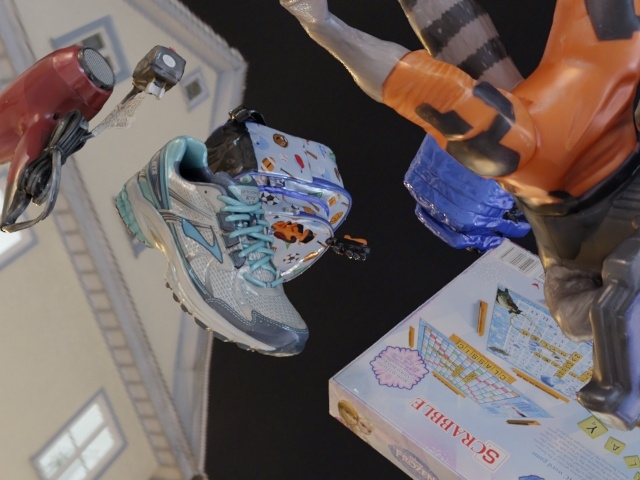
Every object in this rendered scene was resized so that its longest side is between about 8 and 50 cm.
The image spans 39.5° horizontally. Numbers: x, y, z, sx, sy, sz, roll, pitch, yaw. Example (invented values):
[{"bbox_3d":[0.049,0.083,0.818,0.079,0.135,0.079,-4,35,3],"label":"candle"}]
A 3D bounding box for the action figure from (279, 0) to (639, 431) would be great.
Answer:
[{"bbox_3d":[0.179,-0.082,0.521,0.330,0.341,0.178,54,-22,-16],"label":"action figure"}]

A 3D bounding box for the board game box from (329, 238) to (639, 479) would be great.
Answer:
[{"bbox_3d":[0.230,0.165,0.960,0.318,0.318,0.066,33,-38,33],"label":"board game box"}]

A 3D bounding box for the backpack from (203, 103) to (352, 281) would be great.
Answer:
[{"bbox_3d":[-0.084,-0.056,1.397,0.276,0.263,0.213,-38,-115,41],"label":"backpack"}]

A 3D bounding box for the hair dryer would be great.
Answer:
[{"bbox_3d":[-0.278,-0.109,0.862,0.293,0.224,0.080,-1,-47,51],"label":"hair dryer"}]

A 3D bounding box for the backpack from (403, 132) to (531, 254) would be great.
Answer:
[{"bbox_3d":[0.135,-0.043,0.801,0.098,0.120,0.101,38,-72,38],"label":"backpack"}]

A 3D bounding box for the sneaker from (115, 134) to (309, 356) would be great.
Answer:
[{"bbox_3d":[-0.100,-0.002,0.898,0.283,0.110,0.122,46,-73,27],"label":"sneaker"}]

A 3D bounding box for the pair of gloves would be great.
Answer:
[{"bbox_3d":[0.000,0.000,0.719,0.083,0.074,0.010,16,-80,1],"label":"pair of gloves"}]
